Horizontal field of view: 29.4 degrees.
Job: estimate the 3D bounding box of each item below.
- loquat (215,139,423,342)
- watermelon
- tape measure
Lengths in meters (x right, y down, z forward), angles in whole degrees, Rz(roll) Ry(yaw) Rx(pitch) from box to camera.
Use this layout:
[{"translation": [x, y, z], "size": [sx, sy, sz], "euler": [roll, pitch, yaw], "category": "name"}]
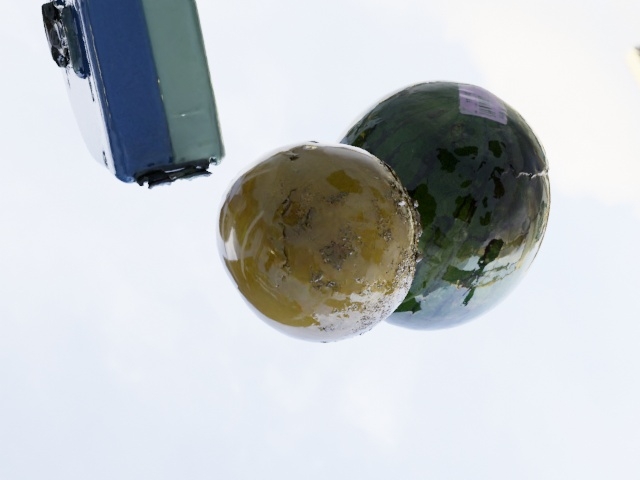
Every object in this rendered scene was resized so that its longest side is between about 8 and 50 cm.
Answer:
[{"translation": [0.000, 0.000, 1.356], "size": [0.235, 0.235, 0.235], "euler": [21, -145, -16], "category": "loquat"}, {"translation": [0.155, -0.048, 1.729], "size": [0.363, 0.363, 0.363], "euler": [21, -145, -16], "category": "watermelon"}, {"translation": [-0.159, -0.219, 0.902], "size": [0.098, 0.351, 0.215], "euler": [-12, -166, -17], "category": "tape measure"}]
